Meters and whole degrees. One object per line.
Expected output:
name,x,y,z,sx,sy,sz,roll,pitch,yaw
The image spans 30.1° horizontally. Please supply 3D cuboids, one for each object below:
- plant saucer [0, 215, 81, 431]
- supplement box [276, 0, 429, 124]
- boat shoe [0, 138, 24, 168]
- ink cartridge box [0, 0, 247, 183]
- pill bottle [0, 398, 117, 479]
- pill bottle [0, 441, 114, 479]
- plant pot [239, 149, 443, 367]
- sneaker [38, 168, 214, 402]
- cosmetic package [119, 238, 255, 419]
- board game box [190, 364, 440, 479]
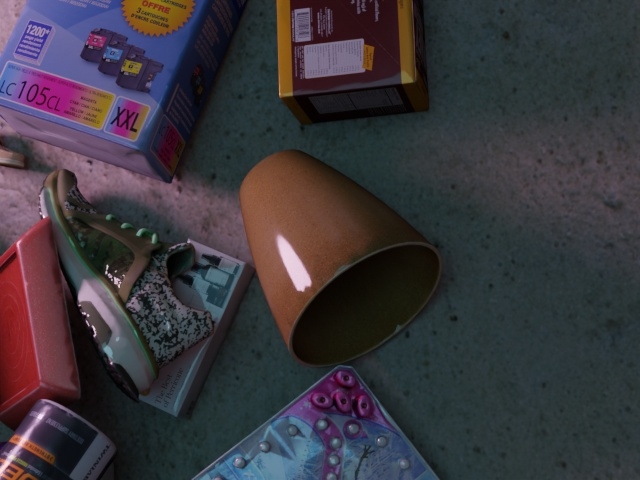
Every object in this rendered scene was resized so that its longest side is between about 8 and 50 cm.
plant saucer,-0.425,0.127,1.684,0.047,0.258,0.259,-4,73,-34
supplement box,0.048,-0.284,1.705,0.194,0.129,0.191,-5,77,12
boat shoe,-0.529,-0.156,1.845,0.170,0.063,0.059,18,89,16
ink cartridge box,-0.283,-0.319,1.761,0.270,0.151,0.395,18,75,12
pill bottle,-0.383,0.340,1.546,0.130,0.130,0.246,26,67,16
pill bottle,-0.397,0.334,1.690,0.193,0.108,0.108,-7,77,11
plant pot,0.000,0.000,1.624,0.237,0.237,0.254,-37,60,3
sneaker,-0.270,0.039,1.690,0.182,0.158,0.410,-23,54,-13
cosmetic package,-0.190,0.127,1.710,0.099,0.060,0.239,22,84,17
board game box,0.001,0.425,1.536,0.390,0.050,0.390,-37,85,-8
